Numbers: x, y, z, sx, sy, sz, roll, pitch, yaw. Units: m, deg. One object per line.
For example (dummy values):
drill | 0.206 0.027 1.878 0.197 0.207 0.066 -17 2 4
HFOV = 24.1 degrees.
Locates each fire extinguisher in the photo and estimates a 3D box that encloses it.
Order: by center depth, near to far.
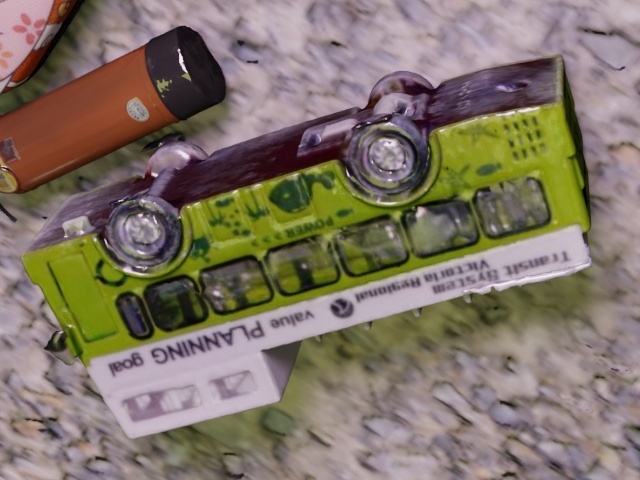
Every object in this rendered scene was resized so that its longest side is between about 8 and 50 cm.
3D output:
fire extinguisher | -0.139 -0.061 0.850 0.177 0.050 0.062 -24 102 19

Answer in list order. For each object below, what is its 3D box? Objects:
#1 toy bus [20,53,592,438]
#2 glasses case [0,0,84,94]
toy bus | 0.000 0.000 0.816 0.301 0.113 0.139 -16 110 15
glasses case | -0.146 -0.194 0.792 0.103 0.067 0.267 34 113 -3
